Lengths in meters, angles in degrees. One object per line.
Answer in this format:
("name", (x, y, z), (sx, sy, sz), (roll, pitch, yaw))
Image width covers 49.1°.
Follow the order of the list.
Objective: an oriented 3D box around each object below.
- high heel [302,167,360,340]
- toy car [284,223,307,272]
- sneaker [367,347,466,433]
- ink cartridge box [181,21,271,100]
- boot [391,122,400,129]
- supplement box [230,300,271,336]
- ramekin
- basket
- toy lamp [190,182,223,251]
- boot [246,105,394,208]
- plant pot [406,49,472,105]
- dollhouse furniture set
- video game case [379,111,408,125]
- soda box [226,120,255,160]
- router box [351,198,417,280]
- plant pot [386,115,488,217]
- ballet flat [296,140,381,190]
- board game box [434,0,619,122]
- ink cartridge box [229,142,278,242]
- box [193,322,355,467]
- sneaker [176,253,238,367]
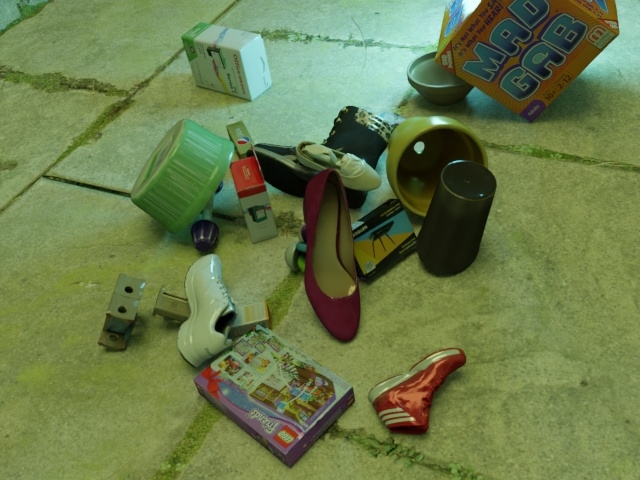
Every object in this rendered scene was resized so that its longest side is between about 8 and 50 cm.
("high heel", (0.029, 0.032, 1.576), (0.127, 0.181, 0.378), (-12, 76, -18))
("toy car", (0.000, 0.000, 1.749), (0.159, 0.136, 0.182), (12, 47, 23))
("sneaker", (0.218, 0.316, 1.418), (0.221, 0.087, 0.128), (-29, 52, -1))
("ink cartridge box", (-0.325, -0.624, 2.440), (0.278, 0.201, 0.117), (21, 52, 30))
("boot", (0.191, -0.300, 2.088), (0.106, 0.037, 0.114), (19, 62, 40))
("supplement box", (-0.169, 0.186, 1.660), (0.098, 0.036, 0.062), (-12, 42, -1))
("ramekin", (-0.382, -0.183, 1.902), (0.303, 0.148, 0.303), (-43, 27, 28))
("basket", (0.326, -0.066, 1.658), (0.154, 0.227, 0.204), (23, 51, 13))
("toy lamp", (-0.315, -0.077, 1.945), (0.080, 0.080, 0.275), (-9, 42, 3))
("boot", (0.009, -0.260, 2.003), (0.377, 0.138, 0.284), (18, 58, 23))
("plant pot", (0.395, -0.503, 2.221), (0.237, 0.110, 0.237), (-6, 42, 6))
("dollhouse furniture set", (-0.416, 0.189, 1.676), (0.183, 0.129, 0.129), (18, 43, -12))
("video game case", (0.230, -0.340, 2.153), (0.166, 0.015, 0.119), (24, 53, 33))
("soda box", (-0.240, -0.299, 2.177), (0.058, 0.061, 0.181), (-21, 43, -9))
("router box", (0.144, -0.003, 1.722), (0.178, 0.133, 0.046), (-34, 19, -22))
("plant pot", (0.286, -0.219, 1.860), (0.253, 0.254, 0.239), (-13, 27, -2))
("ballet flat", (0.043, -0.201, 1.834), (0.248, 0.086, 0.086), (22, 51, 18))
("board game box", (0.595, -0.647, 2.049), (0.356, 0.356, 0.356), (29, 45, -11))
("ink cartridge box", (-0.181, -0.125, 1.852), (0.077, 0.231, 0.134), (-17, 42, -6))
("box", (-0.101, 0.317, 1.489), (0.293, 0.057, 0.201), (29, 55, 35))
("sneaker", (-0.247, 0.153, 1.641), (0.129, 0.111, 0.297), (-21, 49, 21))
